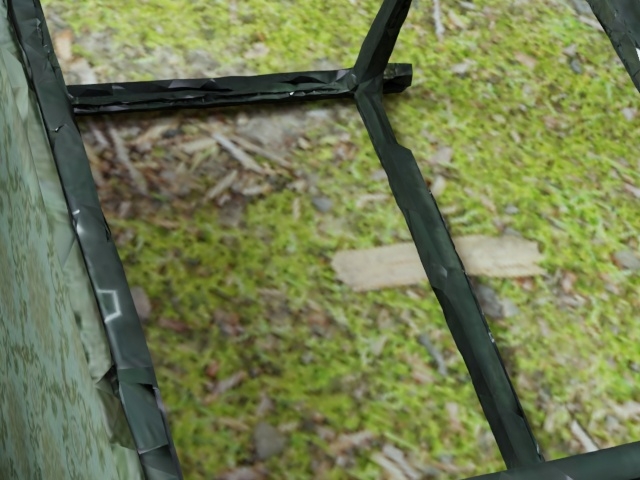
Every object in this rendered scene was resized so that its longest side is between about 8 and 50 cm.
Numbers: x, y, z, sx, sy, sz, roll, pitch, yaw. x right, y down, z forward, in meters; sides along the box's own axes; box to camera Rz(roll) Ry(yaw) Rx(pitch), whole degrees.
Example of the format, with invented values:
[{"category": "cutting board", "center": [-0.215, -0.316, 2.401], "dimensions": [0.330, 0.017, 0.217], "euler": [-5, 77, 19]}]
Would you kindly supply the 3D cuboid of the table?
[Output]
[{"category": "table", "center": [0.000, 0.000, 0.562], "dimensions": [0.272, 0.222, 0.335], "euler": [-8, 59, -23]}]
